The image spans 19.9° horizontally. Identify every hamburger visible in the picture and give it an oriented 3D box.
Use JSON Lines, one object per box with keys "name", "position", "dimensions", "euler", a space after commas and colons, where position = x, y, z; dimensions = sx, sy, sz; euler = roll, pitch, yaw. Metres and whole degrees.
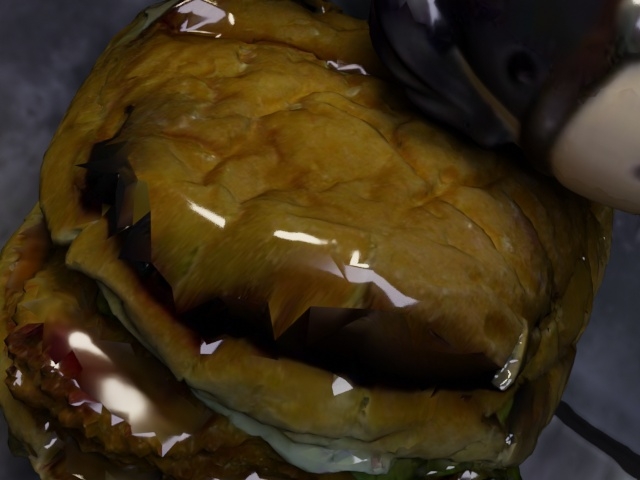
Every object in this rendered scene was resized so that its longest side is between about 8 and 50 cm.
{"name": "hamburger", "position": [0.000, 0.000, 0.570], "dimensions": [0.183, 0.130, 0.206], "euler": [21, 48, 1]}

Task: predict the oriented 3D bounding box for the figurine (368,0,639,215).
{"name": "figurine", "position": [0.058, -0.196, 0.555], "dimensions": [0.412, 0.241, 0.306], "euler": [45, 105, 8]}
